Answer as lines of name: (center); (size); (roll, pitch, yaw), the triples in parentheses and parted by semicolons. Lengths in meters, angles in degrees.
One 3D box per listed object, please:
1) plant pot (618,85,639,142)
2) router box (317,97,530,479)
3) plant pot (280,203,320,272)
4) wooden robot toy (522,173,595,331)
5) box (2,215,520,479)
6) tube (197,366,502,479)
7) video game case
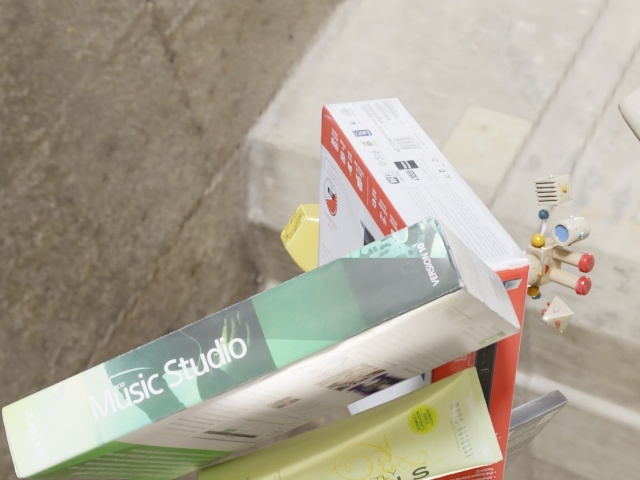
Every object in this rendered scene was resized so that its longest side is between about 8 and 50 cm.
plant pot: (0.228, -0.039, 0.606); (0.109, 0.109, 0.096); (44, 25, -25)
router box: (0.083, 0.067, 1.188); (0.082, 0.335, 0.301); (-7, 122, -15)
plant pot: (0.000, 0.000, 1.490); (0.081, 0.083, 0.081); (-57, -161, 12)
wooden robot toy: (0.231, 0.022, 1.271); (0.079, 0.076, 0.173); (-15, 116, -38)
box: (-0.029, 0.090, 0.882); (0.058, 0.322, 0.232); (68, 12, 17)
tube: (0.023, 0.176, 0.993); (0.070, 0.240, 0.062); (73, -1, -64)
video game case: (0.175, 0.299, 1.511); (0.196, 0.026, 0.274); (-9, 142, -55)
